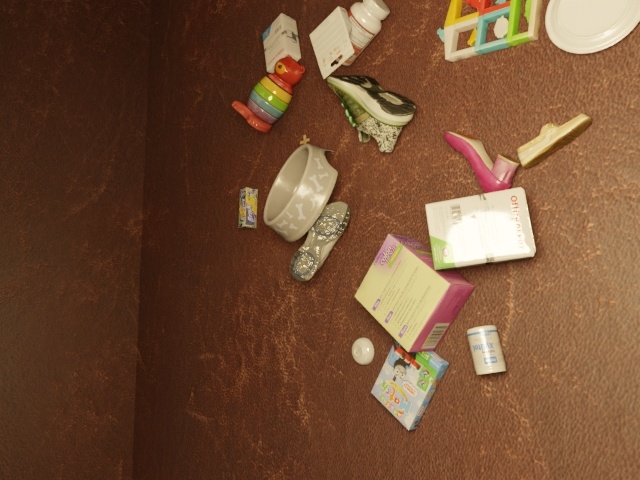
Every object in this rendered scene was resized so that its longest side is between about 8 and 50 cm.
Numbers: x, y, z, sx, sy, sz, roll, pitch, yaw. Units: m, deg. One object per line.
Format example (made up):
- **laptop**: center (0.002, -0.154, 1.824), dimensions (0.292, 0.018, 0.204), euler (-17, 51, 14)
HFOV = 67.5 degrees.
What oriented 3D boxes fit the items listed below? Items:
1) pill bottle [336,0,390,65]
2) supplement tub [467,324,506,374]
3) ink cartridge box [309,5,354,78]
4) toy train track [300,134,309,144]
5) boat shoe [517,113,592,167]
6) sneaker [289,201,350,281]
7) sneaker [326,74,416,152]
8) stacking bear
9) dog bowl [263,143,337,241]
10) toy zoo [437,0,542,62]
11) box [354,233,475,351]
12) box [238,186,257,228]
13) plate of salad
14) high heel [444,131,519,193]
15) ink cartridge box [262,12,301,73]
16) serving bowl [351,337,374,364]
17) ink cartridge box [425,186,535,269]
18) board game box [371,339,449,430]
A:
- **pill bottle**: center (0.121, -0.694, 1.572), dimensions (0.216, 0.121, 0.121), euler (-41, 55, 36)
- **supplement tub**: center (0.390, 0.258, 1.127), dimensions (0.071, 0.071, 0.107), euler (-27, 63, 43)
- **ink cartridge box**: center (0.046, -0.627, 1.531), dimensions (0.146, 0.045, 0.179), euler (-29, 72, 40)
- **toy train track**: center (-0.054, -0.354, 1.796), dimensions (0.048, 0.014, 0.083), euler (-10, 81, 41)
- **boat shoe**: center (0.516, -0.233, 1.076), dimensions (0.170, 0.063, 0.059), euler (-39, 61, 39)
- **sneaker**: center (0.000, 0.000, 1.589), dimensions (0.111, 0.129, 0.297), euler (35, 91, 10)
- **sneaker**: center (0.126, -0.405, 1.514), dimensions (0.410, 0.158, 0.181), euler (52, 139, 46)
- **stacking bear**: center (-0.181, -0.584, 1.877), dimensions (0.175, 0.164, 0.289), euler (47, 108, 24)
- **dog bowl**: center (-0.077, -0.171, 1.622), dimensions (0.348, 0.102, 0.348), euler (-47, 27, 33)
- **toy zoo**: center (0.432, -0.588, 1.262), dimensions (0.293, 0.030, 0.192), euler (6, 88, 49)
- **box**: center (0.243, 0.138, 1.283), dimensions (0.243, 0.118, 0.213), euler (44, 116, 43)
- **box**: center (-0.304, -0.134, 2.007), dimensions (0.054, 0.059, 0.168), euler (-9, 77, 49)
- **plate of salad**: center (0.599, -0.506, 1.043), dimensions (0.200, 0.048, 0.199), euler (-1, 89, 40)
- **high heel**: center (0.388, -0.191, 1.219), dimensions (0.244, 0.082, 0.117), euler (42, 125, 40)
- **ink cartridge box**: center (-0.159, -0.790, 1.942), dimensions (0.140, 0.082, 0.190), euler (-27, 65, 44)
- **serving bowl**: center (0.123, 0.336, 1.454), dimensions (0.083, 0.027, 0.083), euler (-11, 75, 49)
- **ink cartridge box**: center (0.369, -0.021, 1.116), dimensions (0.220, 0.093, 0.160), euler (-9, 80, 20)
- **board game box**: center (0.238, 0.377, 1.305), dimensions (0.160, 0.039, 0.211), euler (36, 111, 46)
